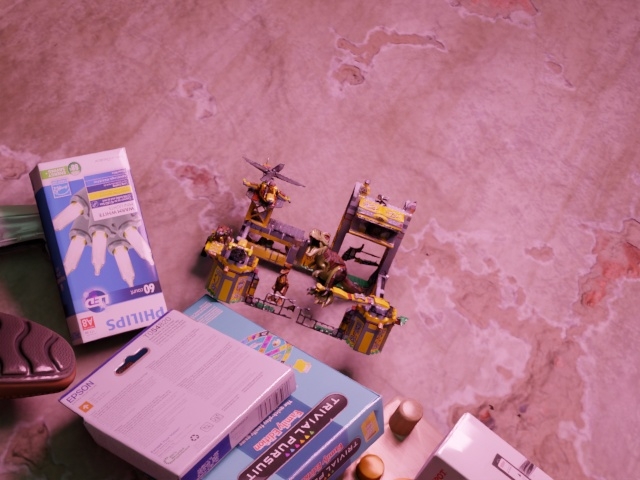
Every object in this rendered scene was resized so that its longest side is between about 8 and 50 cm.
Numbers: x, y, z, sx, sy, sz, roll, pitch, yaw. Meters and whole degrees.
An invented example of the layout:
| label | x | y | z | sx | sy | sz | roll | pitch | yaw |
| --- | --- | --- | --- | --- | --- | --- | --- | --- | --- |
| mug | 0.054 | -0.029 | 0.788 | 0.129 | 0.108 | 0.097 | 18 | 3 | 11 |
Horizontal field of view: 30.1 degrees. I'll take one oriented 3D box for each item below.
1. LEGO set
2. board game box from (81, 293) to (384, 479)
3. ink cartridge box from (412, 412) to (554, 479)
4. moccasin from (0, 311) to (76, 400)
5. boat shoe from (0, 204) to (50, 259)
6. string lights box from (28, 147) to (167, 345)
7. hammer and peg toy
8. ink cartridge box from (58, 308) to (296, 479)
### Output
| label | x | y | z | sx | sy | sz | roll | pitch | yaw |
| --- | --- | --- | --- | --- | --- | --- | --- | --- | --- |
| LEGO set | 0.000 | 0.000 | 1.762 | 0.331 | 0.192 | 0.255 | 24 | 29 | 4 |
| board game box | -0.123 | 0.233 | 1.602 | 0.336 | 0.079 | 0.253 | 28 | 50 | 33 |
| ink cartridge box | 0.221 | 0.336 | 1.516 | 0.203 | 0.148 | 0.086 | 37 | 55 | 10 |
| moccasin | -0.516 | 0.185 | 1.570 | 0.380 | 0.147 | 0.139 | -8 | 45 | -17 |
| boat shoe | -0.406 | -0.010 | 1.768 | 0.227 | 0.079 | 0.081 | -5 | 76 | -20 |
| string lights box | -0.319 | 0.009 | 1.714 | 0.133 | 0.076 | 0.260 | -14 | 87 | -25 |
| hammer and peg toy | 0.159 | 0.405 | 1.622 | 0.361 | 0.127 | 0.266 | 43 | 54 | 13 |
| ink cartridge box | -0.185 | 0.202 | 1.548 | 0.224 | 0.045 | 0.223 | 24 | 48 | 32 |
